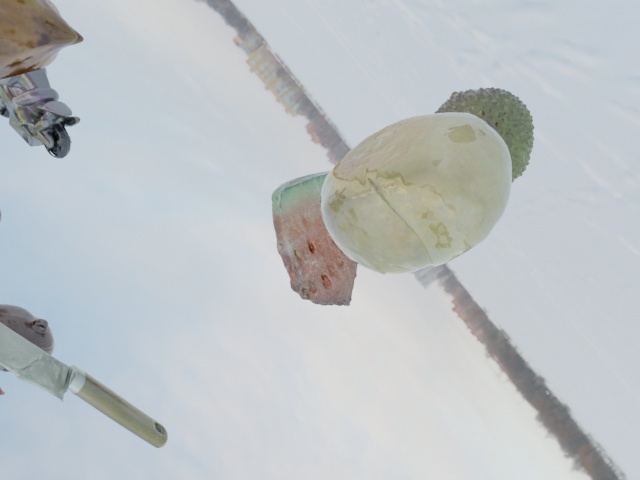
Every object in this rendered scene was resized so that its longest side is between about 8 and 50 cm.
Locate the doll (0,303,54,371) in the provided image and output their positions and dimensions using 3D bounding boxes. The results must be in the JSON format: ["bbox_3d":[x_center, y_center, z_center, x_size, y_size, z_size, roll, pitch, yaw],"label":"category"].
[{"bbox_3d":[-0.522,0.181,0.784,0.145,0.188,0.096,32,-160,-35],"label":"doll"}]

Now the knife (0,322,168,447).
[{"bbox_3d":[-0.215,0.111,0.393,0.298,0.017,0.047,60,-179,-40],"label":"knife"}]

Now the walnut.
[{"bbox_3d":[-0.489,-0.303,0.636,0.336,0.209,0.209,12,-161,-10],"label":"walnut"}]

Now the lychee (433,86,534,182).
[{"bbox_3d":[0.409,-0.263,1.243,0.270,0.270,0.320,45,-127,-32],"label":"lychee"}]

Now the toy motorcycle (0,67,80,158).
[{"bbox_3d":[-0.509,-0.251,0.849,0.225,0.152,0.073,35,-147,19],"label":"toy motorcycle"}]

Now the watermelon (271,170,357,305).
[{"bbox_3d":[0.000,0.000,0.913,0.140,0.193,0.256,-167,71,-72],"label":"watermelon"}]

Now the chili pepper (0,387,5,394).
[{"bbox_3d":[-0.801,0.321,1.066,0.191,0.050,0.059,18,-146,-21],"label":"chili pepper"}]

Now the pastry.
[{"bbox_3d":[0.073,-0.044,0.389,0.092,0.156,0.156,57,-174,-25],"label":"pastry"}]
